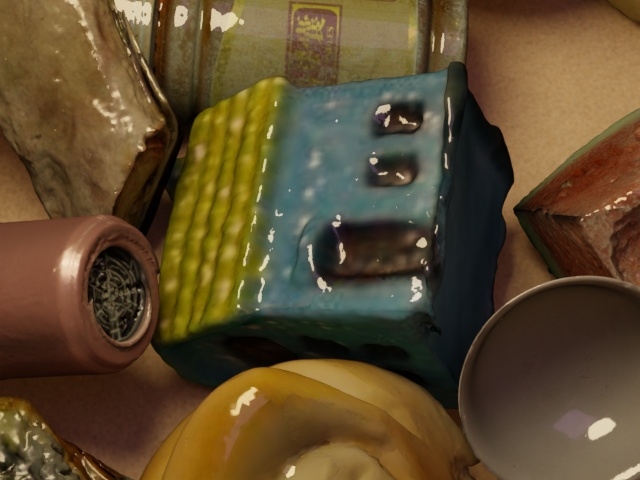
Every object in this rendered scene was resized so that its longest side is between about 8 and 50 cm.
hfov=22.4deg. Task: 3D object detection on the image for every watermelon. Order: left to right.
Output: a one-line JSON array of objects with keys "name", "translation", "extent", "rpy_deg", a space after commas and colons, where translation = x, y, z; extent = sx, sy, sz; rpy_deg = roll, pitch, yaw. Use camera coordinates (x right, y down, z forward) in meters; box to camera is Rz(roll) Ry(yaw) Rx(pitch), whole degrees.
[{"name": "watermelon", "translation": [0.271, 0.042, 1.343], "extent": [0.148, 0.226, 0.318], "rpy_deg": [-27, 65, 12]}]

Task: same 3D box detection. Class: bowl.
[{"name": "bowl", "translation": [0.195, 0.102, 1.269], "extent": [0.189, 0.086, 0.189], "rpy_deg": [-1, 110, -4]}]

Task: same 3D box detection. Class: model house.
[{"name": "model house", "translation": [0.000, 0.000, 1.341], "extent": [0.303, 0.215, 0.237], "rpy_deg": [-3, 62, 25]}]

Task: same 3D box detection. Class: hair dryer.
[{"name": "hair dryer", "translation": [-0.286, 0.101, 1.186], "extent": [0.210, 0.125, 0.352], "rpy_deg": [-4, 26, 30]}]

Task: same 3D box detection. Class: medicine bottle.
[{"name": "medicine bottle", "translation": [-0.037, -0.173, 1.441], "extent": [0.322, 0.151, 0.151], "rpy_deg": [5, 65, -2]}]

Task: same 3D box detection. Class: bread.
[{"name": "bread", "translation": [0.038, 0.288, 1.166], "extent": [0.329, 0.245, 0.424], "rpy_deg": [-21, 84, -20]}]

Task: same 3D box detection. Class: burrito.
[{"name": "burrito", "translation": [-0.202, -0.116, 1.327], "extent": [0.107, 0.175, 0.348], "rpy_deg": [-27, 96, -46]}]

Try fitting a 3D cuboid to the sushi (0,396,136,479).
[{"name": "sushi", "translation": [-0.262, 0.229, 1.239], "extent": [0.274, 0.139, 0.184], "rpy_deg": [-34, 70, -18]}]

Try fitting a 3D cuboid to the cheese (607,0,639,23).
[{"name": "cheese", "translation": [0.352, -0.317, 1.565], "extent": [0.226, 0.117, 0.214], "rpy_deg": [-24, 63, -10]}]
